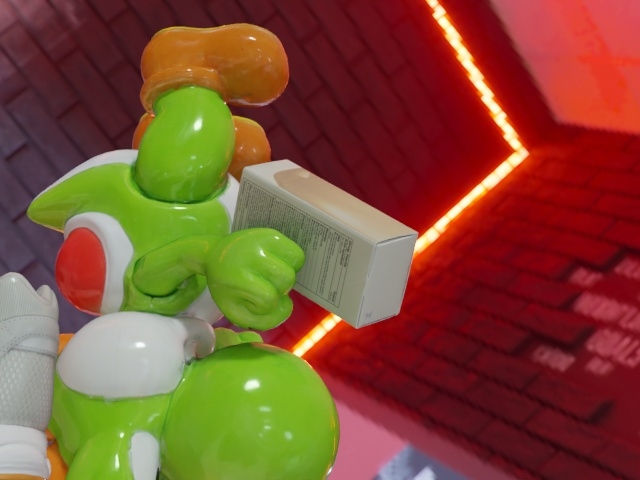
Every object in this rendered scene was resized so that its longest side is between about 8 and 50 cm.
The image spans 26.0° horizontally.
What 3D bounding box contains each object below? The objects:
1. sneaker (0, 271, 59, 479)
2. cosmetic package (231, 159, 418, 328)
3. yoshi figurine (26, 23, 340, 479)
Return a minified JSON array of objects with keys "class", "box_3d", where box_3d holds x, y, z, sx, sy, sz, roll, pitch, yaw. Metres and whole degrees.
[{"class":"sneaker","box_3d":[-0.230,0.055,0.755,0.262,0.121,0.099,8,-10,36]},{"class":"cosmetic package","box_3d":[0.000,0.000,0.845,0.115,0.041,0.060,32,-59,34]},{"class":"yoshi figurine","box_3d":[-0.062,0.042,0.898,0.203,0.362,0.203,-22,-44,35]}]
